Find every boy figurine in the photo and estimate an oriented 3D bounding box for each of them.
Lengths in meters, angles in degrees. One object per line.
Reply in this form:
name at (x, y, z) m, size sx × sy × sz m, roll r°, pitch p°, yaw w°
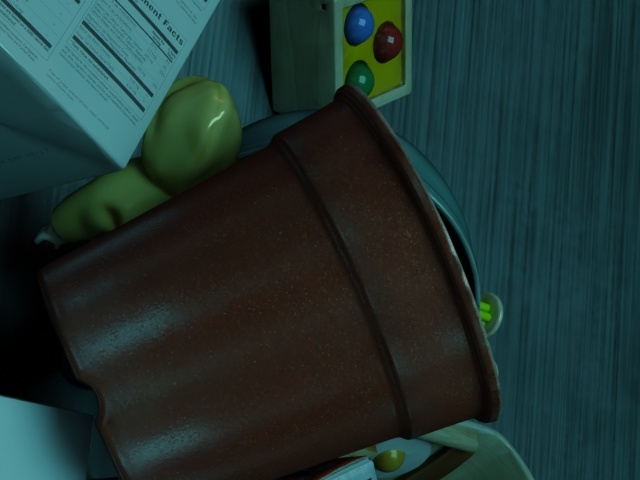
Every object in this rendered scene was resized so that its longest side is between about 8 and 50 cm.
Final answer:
boy figurine at (-0.138, -0.005, 1.354) m, size 0.177 × 0.285 × 0.092 m, roll 11°, pitch 29°, yaw -14°

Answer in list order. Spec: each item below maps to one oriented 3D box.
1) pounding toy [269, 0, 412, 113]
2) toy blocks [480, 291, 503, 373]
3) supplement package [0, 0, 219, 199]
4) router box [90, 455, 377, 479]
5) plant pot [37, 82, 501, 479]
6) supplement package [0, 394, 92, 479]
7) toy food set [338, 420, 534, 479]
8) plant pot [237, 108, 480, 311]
pounding toy at (0.042, -0.240, 1.657) m, size 0.181 × 0.094 × 0.206 m, roll -27°, pitch 124°, yaw -46°
toy blocks at (0.124, 0.096, 1.763) m, size 0.148 × 0.054 × 0.123 m, roll 20°, pitch 70°, yaw -43°
supplement package at (-0.224, -0.200, 1.337) m, size 0.198 × 0.199 × 0.262 m, roll 46°, pitch 53°, yaw -30°
router box at (-0.064, 0.349, 1.333) m, size 0.082 × 0.301 × 0.335 m, roll -17°, pitch 96°, yaw -53°
plant pot at (-0.047, 0.062, 1.222) m, size 0.265 × 0.272 × 0.272 m, roll -24°, pitch 104°, yaw -7°
supplement package at (-0.289, 0.209, 1.194) m, size 0.149 × 0.203 × 0.194 m, roll 19°, pitch 70°, yaw -43°
toy food set at (0.019, 0.239, 1.492) m, size 0.306 × 0.220 × 0.092 m, roll 20°, pitch 42°, yaw -44°
plant pot at (0.000, 0.000, 1.512) m, size 0.293 × 0.293 × 0.196 m, roll 57°, pitch 22°, yaw -23°
